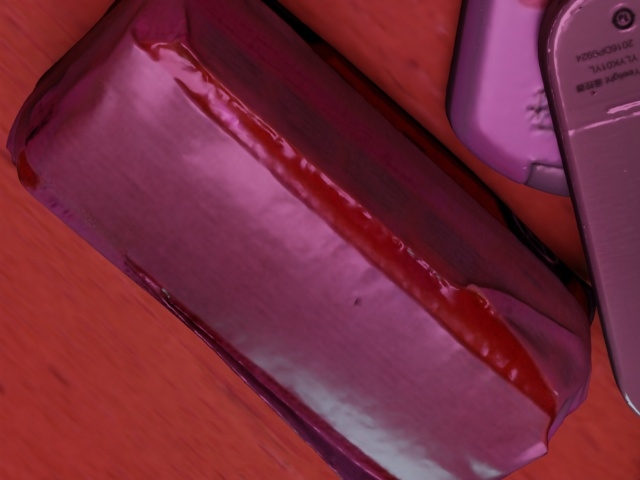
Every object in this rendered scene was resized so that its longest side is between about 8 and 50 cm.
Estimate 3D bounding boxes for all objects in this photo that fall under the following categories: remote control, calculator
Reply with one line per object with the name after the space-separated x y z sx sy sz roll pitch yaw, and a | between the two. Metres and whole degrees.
0.161 -0.015 0.777 0.077 0.022 0.245 -16 114 3 | remote control
0.139 -0.136 0.759 0.141 0.045 0.246 7 113 -4 | calculator

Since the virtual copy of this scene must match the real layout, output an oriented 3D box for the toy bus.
0.000 0.000 0.769 0.303 0.147 0.127 42 113 -16 | toy bus
